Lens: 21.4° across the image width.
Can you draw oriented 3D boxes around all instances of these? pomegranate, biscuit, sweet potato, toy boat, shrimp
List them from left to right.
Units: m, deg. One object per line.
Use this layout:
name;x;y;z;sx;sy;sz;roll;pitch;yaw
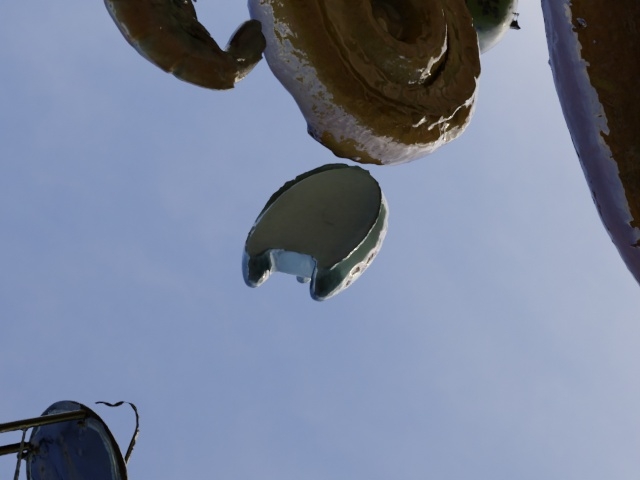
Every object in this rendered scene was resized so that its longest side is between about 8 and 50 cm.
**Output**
shrimp;-0.106;-0.244;1.554;0.169;0.058;0.296;43;-141;-19
toy boat;0.000;0.000;1.783;0.134;0.079;0.208;7;-143;19
biscuit;0.056;-0.222;1.751;0.296;0.102;0.296;24;-126;-37
pomegranate;0.158;-0.282;1.943;0.161;0.122;0.122;38;-136;-5
sweet potato;0.137;-0.048;0.745;0.057;0.057;0.265;-18;-86;-39

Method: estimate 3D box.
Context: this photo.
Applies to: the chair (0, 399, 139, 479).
chair;-0.230;0.221;1.538;0.325;0.170;0.160;-8;-106;-48
